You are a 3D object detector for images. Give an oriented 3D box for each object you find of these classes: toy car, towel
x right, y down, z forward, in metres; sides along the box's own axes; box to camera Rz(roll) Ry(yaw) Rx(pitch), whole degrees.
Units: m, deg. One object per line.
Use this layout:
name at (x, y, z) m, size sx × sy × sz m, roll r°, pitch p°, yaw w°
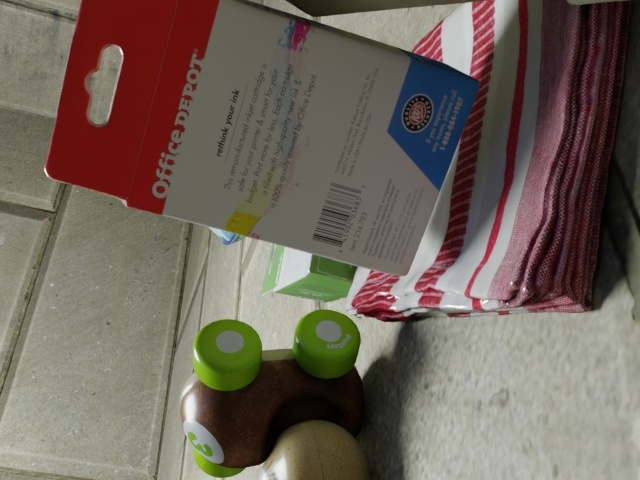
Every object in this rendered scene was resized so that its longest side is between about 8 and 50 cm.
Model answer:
toy car at (-0.023, 0.174, 0.603) m, size 0.155 × 0.149 × 0.188 m, roll 99°, pitch 161°, yaw -44°
towel at (0.091, -0.065, 0.543) m, size 0.329 × 0.037 × 0.237 m, roll 156°, pitch 126°, yaw -74°

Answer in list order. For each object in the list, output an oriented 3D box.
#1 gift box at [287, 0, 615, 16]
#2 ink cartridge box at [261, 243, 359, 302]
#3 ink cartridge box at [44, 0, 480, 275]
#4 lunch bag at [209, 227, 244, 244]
gift box at (0.029, -0.245, 0.337) m, size 0.258 × 0.276 × 0.255 m, roll 9°, pitch 88°, yaw 41°
ink cartridge box at (0.000, 0.000, 0.795) m, size 0.209 × 0.062 × 0.109 m, roll 147°, pitch 134°, yaw -72°
ink cartridge box at (-0.037, -0.075, 0.501) m, size 0.078 × 0.231 × 0.134 m, roll -106°, pitch 34°, yaw -69°
lunch bag at (-0.056, -0.092, 0.932) m, size 0.176 × 0.090 × 0.219 m, roll -45°, pitch 1°, yaw -26°
